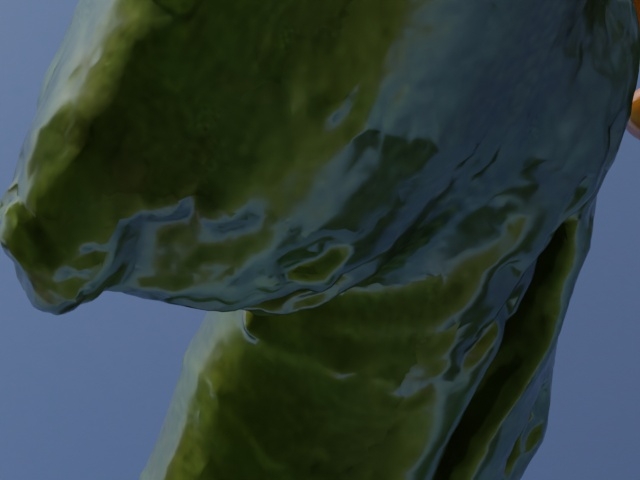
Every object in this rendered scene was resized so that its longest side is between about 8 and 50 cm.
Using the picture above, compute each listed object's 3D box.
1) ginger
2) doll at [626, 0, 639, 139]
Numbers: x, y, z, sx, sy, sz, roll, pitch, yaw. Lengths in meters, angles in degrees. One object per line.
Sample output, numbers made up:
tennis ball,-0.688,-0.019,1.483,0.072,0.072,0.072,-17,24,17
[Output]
ginger,0.000,-0.005,0.382,0.089,0.137,0.290,29,-36,22
doll,0.170,-0.065,0.653,0.221,0.135,0.143,42,-44,44
